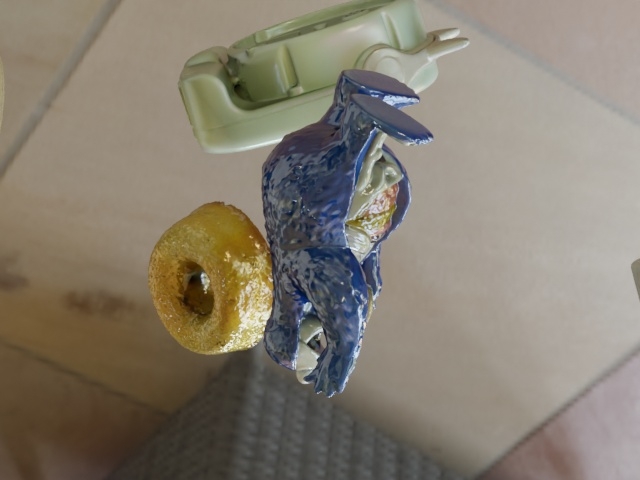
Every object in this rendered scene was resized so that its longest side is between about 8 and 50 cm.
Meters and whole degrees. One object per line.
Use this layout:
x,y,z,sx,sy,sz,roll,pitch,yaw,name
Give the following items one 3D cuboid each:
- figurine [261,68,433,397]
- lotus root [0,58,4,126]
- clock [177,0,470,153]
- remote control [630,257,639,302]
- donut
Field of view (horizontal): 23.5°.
0.002,-0.007,1.220,0.120,0.164,0.262,16,99,0,figurine
-0.399,-0.117,1.507,0.169,0.151,0.343,6,102,-41,lotus root
0.005,-0.201,1.753,0.324,0.265,0.109,-17,103,3,clock
0.380,0.076,1.562,0.103,0.250,0.034,-16,116,10,remote control
-0.107,0.040,1.470,0.152,0.058,0.152,20,119,40,donut
